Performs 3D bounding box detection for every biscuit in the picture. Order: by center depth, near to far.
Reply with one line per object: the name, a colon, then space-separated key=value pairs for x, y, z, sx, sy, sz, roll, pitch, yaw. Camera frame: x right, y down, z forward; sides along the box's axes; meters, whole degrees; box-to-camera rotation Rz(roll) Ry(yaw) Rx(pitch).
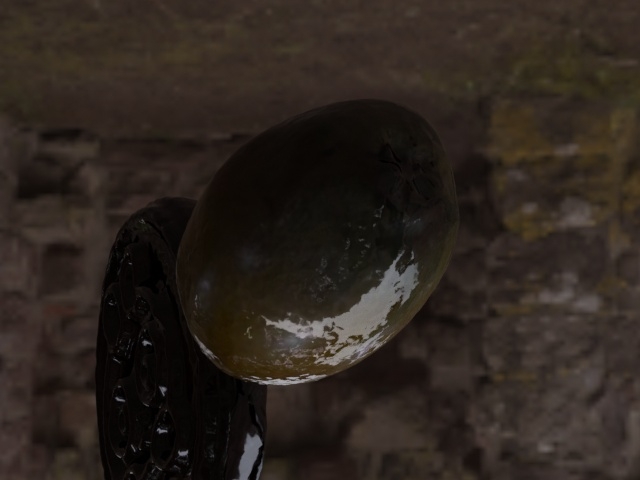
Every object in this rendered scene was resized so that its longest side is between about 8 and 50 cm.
biscuit: x=-0.165 y=0.156 z=1.638 sx=0.091 sy=0.407 sz=0.407 roll=-1 pitch=175 yaw=-22

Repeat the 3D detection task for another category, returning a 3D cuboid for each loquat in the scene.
loquat: x=0.000 y=0.000 z=1.075 sx=0.227 sy=0.179 sz=0.179 roll=-44 pitch=158 yaw=18
